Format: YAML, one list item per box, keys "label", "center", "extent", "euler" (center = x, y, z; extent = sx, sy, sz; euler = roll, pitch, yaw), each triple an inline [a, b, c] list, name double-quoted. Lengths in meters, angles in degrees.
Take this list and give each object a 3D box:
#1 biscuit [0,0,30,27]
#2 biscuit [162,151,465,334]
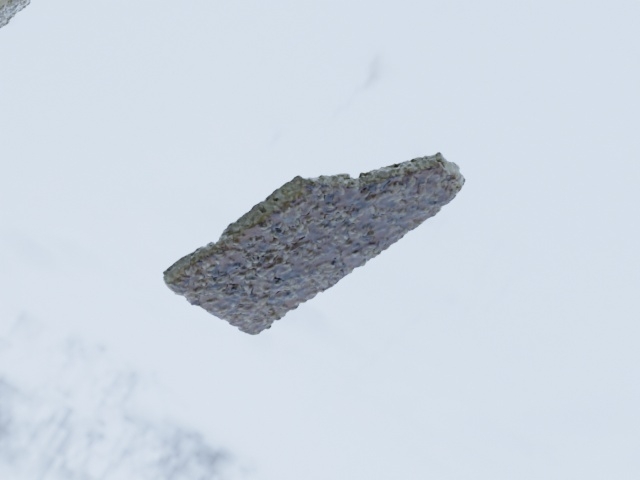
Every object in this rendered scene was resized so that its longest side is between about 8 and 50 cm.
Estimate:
- label: "biscuit"
  center: [-0.391, -0.221, 2.017]
  extent: [0.033, 0.220, 0.220]
  euler: [51, 164, -6]
- label: "biscuit"
  center: [-0.002, -0.006, 1.499]
  extent: [0.131, 0.237, 0.026]
  euler: [33, -151, -51]
